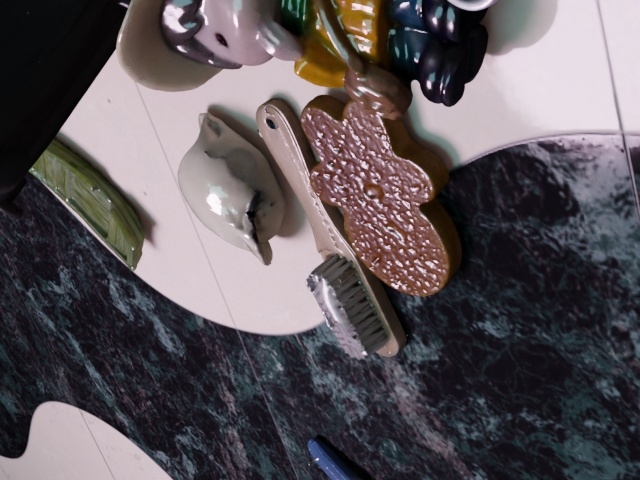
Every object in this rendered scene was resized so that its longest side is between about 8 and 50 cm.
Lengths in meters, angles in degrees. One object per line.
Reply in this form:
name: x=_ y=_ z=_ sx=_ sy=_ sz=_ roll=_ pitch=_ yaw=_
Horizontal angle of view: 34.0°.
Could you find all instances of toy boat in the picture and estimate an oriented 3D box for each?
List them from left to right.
toy boat: x=-0.350 y=-0.075 z=1.503 sx=0.293 sy=0.055 sz=0.093 roll=40 pitch=145 yaw=16

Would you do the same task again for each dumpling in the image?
dumpling: x=-0.106 y=-0.052 z=1.219 sx=0.176 sy=0.092 sz=0.150 roll=40 pitch=158 yaw=8

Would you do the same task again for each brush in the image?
brush: x=0.000 y=0.000 z=1.162 sx=0.070 sy=0.065 sz=0.328 roll=-2 pitch=118 yaw=53

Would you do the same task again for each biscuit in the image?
biscuit: x=0.064 y=-0.046 z=1.062 sx=0.179 sy=0.039 sz=0.236 roll=1 pitch=122 yaw=46

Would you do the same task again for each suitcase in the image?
suitcase: x=-0.376 y=-0.238 z=1.077 sx=0.339 sy=0.345 sz=0.188 roll=33 pitch=173 yaw=0

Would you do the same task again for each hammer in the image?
hammer: x=0.046 y=0.343 z=1.426 sx=0.194 sy=0.069 sz=0.116 roll=43 pitch=146 yaw=27

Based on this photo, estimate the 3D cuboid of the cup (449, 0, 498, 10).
cup: x=0.059 y=-0.278 z=0.727 sx=0.202 sy=0.166 sz=0.221 roll=5 pitch=93 yaw=51

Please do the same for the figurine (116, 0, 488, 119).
figurine: x=-0.015 y=-0.221 z=0.918 sx=0.332 sy=0.205 sz=0.185 roll=8 pitch=131 yaw=10
